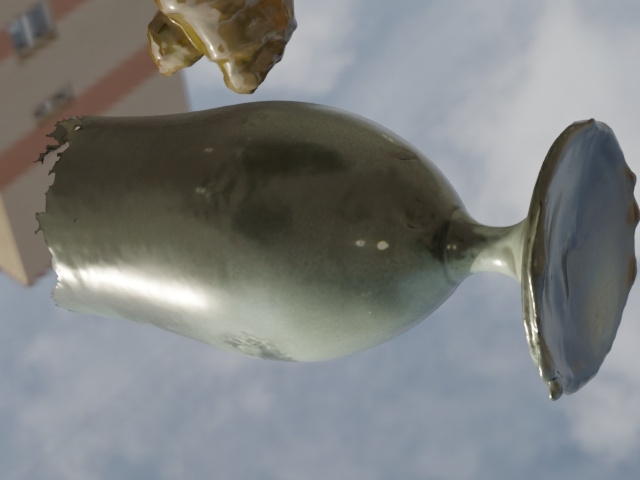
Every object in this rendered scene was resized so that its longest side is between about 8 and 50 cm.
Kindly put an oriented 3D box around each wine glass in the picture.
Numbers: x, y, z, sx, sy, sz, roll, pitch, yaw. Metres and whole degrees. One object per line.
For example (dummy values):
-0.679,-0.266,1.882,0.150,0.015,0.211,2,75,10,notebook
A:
0.000,0.000,0.687,0.222,0.103,0.103,4,-134,30,wine glass

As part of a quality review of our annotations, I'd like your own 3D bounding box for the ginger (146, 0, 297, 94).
-0.060,-0.215,0.624,0.166,0.333,0.080,-22,178,22,ginger
